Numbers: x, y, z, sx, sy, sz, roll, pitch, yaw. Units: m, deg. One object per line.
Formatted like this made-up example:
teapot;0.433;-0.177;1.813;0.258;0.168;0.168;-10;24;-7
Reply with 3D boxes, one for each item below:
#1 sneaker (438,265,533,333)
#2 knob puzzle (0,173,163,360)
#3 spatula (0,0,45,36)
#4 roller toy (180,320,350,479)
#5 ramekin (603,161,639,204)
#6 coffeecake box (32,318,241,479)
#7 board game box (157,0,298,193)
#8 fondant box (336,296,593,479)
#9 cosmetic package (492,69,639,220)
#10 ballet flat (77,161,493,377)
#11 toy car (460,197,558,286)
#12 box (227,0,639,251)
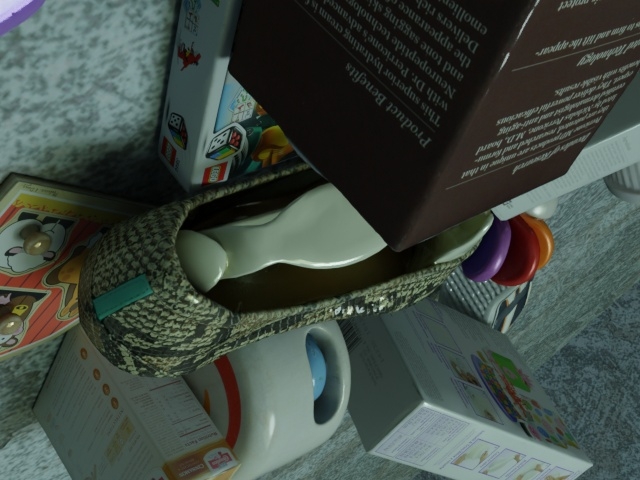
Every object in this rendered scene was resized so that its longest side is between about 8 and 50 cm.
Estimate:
sneaker;0.248;0.041;1.213;0.127;0.126;0.321;-38;153;-39
knob puzzle;-0.219;0.041;0.639;0.213;0.030;0.213;-33;156;-17
spatula;-0.182;-0.182;0.300;0.084;0.030;0.296;-36;156;-12
roller toy;-0.075;0.128;0.801;0.146;0.191;0.209;-13;144;-48
ramekin;0.468;-0.151;1.107;0.207;0.207;0.109;-35;118;-11
coffeecake box;-0.172;0.176;0.749;0.068;0.185;0.142;-12;144;-47
board game box;0.002;-0.176;0.552;0.193;0.053;0.305;-24;152;-34
fondant box;0.158;0.179;1.031;0.330;0.238;0.096;25;115;-35
cosmetic package;0.265;-0.125;0.854;0.231;0.117;0.085;-23;152;19
ballet flat;0.036;-0.012;0.704;0.483;0.164;0.182;-19;175;-43
toy car;0.198;-0.007;0.994;0.182;0.136;0.159;12;131;-24
box;0.079;-0.138;0.451;0.167;0.168;0.203;-23;151;-36
